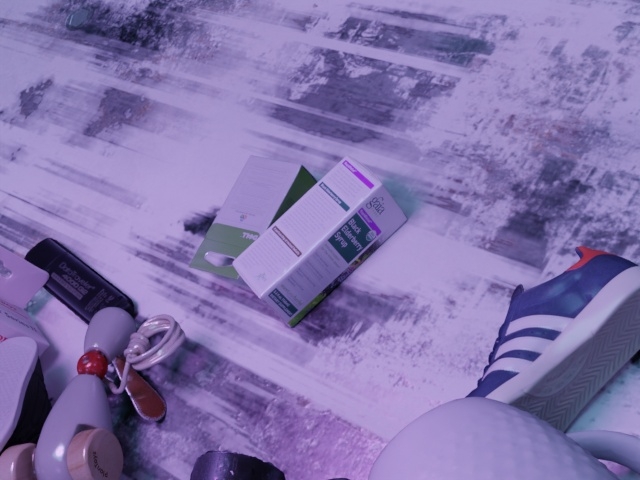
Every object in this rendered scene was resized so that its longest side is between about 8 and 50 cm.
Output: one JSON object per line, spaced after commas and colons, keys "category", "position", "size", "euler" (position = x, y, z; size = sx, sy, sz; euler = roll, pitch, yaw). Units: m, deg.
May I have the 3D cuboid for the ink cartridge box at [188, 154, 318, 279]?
{"category": "ink cartridge box", "position": [-0.101, -0.024, 1.705], "size": [0.109, 0.062, 0.209], "euler": [14, 67, 37]}

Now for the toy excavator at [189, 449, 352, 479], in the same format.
{"category": "toy excavator", "position": [-0.161, 0.425, 1.336], "size": [0.433, 0.445, 0.222], "euler": [16, 57, -11]}

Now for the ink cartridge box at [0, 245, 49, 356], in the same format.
{"category": "ink cartridge box", "position": [-0.578, 0.176, 1.738], "size": [0.353, 0.207, 0.119], "euler": [-51, 46, 1]}

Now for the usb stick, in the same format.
{"category": "usb stick", "position": [-0.403, 0.074, 1.836], "size": [0.077, 0.045, 0.278], "euler": [-47, 47, -14]}

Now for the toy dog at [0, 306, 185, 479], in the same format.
{"category": "toy dog", "position": [-0.315, 0.264, 1.608], "size": [0.220, 0.161, 0.333], "euler": [5, 47, 37]}

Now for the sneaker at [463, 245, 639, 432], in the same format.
{"category": "sneaker", "position": [0.247, 0.145, 1.341], "size": [0.350, 0.131, 0.148], "euler": [-40, 40, -7]}

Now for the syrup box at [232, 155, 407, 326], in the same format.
{"category": "syrup box", "position": [0.000, 0.000, 1.605], "size": [0.237, 0.093, 0.096], "euler": [-42, 47, -1]}

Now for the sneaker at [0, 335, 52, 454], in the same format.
{"category": "sneaker", "position": [-0.462, 0.287, 1.628], "size": [0.105, 0.146, 0.295], "euler": [-4, 34, 10]}

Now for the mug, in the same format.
{"category": "mug", "position": [0.240, 0.317, 1.127], "size": [0.374, 0.276, 0.328], "euler": [-16, 49, -26]}
